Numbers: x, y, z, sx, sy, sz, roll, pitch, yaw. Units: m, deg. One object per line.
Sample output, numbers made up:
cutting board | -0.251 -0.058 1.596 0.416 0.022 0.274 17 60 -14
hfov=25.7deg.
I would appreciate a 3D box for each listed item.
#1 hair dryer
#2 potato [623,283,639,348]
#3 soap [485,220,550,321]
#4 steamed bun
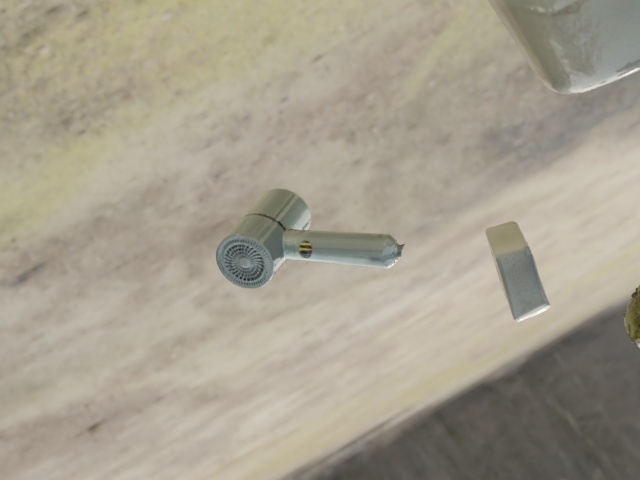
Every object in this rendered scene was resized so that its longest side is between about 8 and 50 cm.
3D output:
hair dryer | 0.000 0.000 1.035 0.137 0.047 0.082 4 -150 23
potato | 0.453 0.072 1.675 0.225 0.090 0.117 -14 132 -33
soap | 0.323 0.048 2.307 0.064 0.121 0.183 -18 -167 5
steamed bun | 0.256 -0.231 1.148 0.242 0.146 0.164 -31 -163 19
